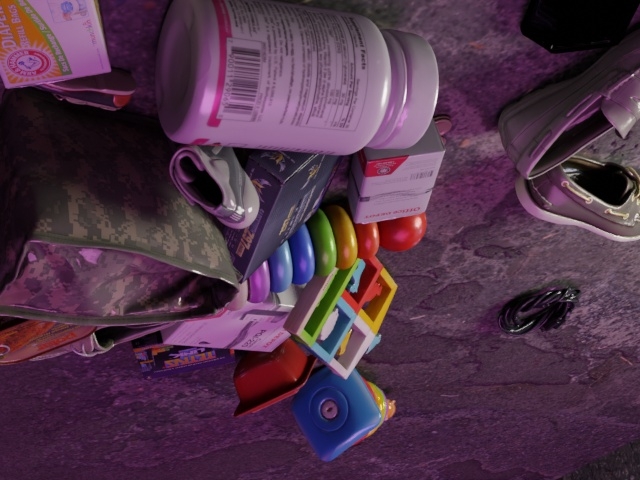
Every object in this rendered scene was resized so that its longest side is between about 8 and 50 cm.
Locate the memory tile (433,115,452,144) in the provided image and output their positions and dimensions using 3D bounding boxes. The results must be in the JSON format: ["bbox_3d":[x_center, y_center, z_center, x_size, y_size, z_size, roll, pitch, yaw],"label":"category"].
[{"bbox_3d":[0.122,-0.125,1.335,0.113,0.012,0.148,-8,149,-14],"label":"memory tile"}]

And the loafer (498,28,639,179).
[{"bbox_3d":[0.393,-0.187,1.255,0.319,0.111,0.112,-31,147,26],"label":"loafer"}]

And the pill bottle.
[{"bbox_3d":[-0.024,-0.176,1.029,0.283,0.160,0.160,2,146,-27],"label":"pill bottle"}]

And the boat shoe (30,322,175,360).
[{"bbox_3d":[-0.356,0.129,1.460,0.302,0.094,0.109,-24,149,15],"label":"boat shoe"}]

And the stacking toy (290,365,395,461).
[{"bbox_3d":[0.089,0.364,2.042,0.175,0.166,0.302,-40,155,18],"label":"stacking toy"}]

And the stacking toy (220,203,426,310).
[{"bbox_3d":[0.000,0.000,1.393,0.330,0.141,0.141,-13,151,-16],"label":"stacking toy"}]

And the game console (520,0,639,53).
[{"bbox_3d":[0.429,-0.321,1.117,0.361,0.044,0.213,-9,151,-11],"label":"game console"}]

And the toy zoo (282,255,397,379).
[{"bbox_3d":[0.046,0.116,1.567,0.192,0.030,0.293,-60,151,-12],"label":"toy zoo"}]

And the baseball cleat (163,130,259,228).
[{"bbox_3d":[-0.139,-0.102,1.060,0.072,0.206,0.109,-45,147,10],"label":"baseball cleat"}]

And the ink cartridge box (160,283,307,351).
[{"bbox_3d":[-0.134,0.104,1.527,0.218,0.092,0.158,8,143,-39],"label":"ink cartridge box"}]

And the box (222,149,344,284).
[{"bbox_3d":[-0.043,-0.069,1.207,0.183,0.059,0.233,-44,168,-37],"label":"box"}]

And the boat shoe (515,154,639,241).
[{"bbox_3d":[0.451,-0.072,1.485,0.305,0.109,0.091,8,148,-29],"label":"boat shoe"}]

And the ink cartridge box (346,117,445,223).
[{"bbox_3d":[0.100,-0.094,1.298,0.109,0.063,0.150,-9,150,-12],"label":"ink cartridge box"}]

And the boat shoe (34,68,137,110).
[{"bbox_3d":[-0.272,-0.172,1.038,0.137,0.049,0.043,4,148,-39],"label":"boat shoe"}]

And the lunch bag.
[{"bbox_3d":[-0.243,-0.027,1.105,0.287,0.235,0.169,10,136,-36],"label":"lunch bag"}]

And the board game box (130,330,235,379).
[{"bbox_3d":[-0.240,0.184,1.658,0.170,0.048,0.141,-11,149,-7],"label":"board game box"}]

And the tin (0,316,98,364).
[{"bbox_3d":[-0.409,0.127,1.340,0.189,0.040,0.106,-20,147,8],"label":"tin"}]

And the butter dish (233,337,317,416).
[{"bbox_3d":[-0.102,0.231,1.745,0.160,0.118,0.160,-28,-171,18],"label":"butter dish"}]

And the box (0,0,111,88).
[{"bbox_3d":[-0.261,-0.247,0.844,0.103,0.114,0.203,-11,151,-7],"label":"box"}]

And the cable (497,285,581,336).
[{"bbox_3d":[0.447,0.138,1.916,0.150,0.047,0.184,3,149,-20],"label":"cable"}]
